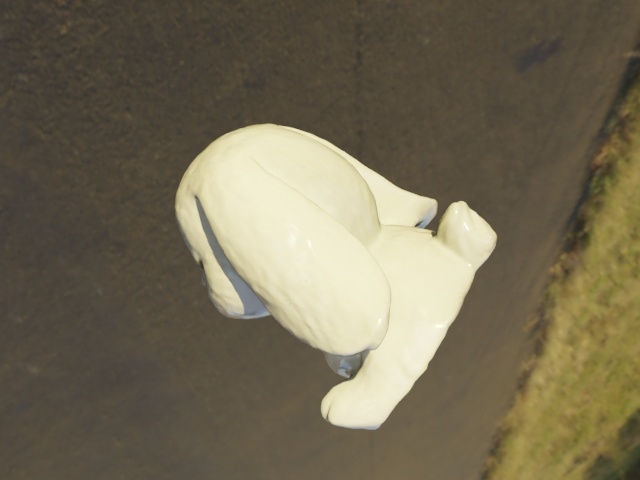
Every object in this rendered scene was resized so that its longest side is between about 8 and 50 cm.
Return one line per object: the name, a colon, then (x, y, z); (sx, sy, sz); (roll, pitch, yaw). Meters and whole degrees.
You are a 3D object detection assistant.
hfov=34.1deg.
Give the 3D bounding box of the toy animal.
toy animal: (0.000, 0.000, 0.930); (0.206, 0.265, 0.271); (-56, 178, 29)
